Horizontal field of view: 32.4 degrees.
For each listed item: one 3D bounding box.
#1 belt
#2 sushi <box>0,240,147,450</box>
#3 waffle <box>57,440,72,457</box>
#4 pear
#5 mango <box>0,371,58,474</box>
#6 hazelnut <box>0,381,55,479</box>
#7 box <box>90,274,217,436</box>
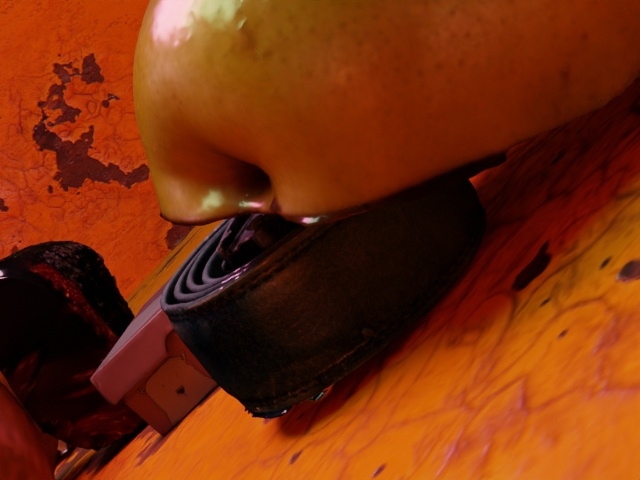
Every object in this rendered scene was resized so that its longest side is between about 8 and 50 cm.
[{"bbox_3d":[0.000,0.000,0.727,0.206,0.116,0.267,-35,12,14],"label":"belt"},{"bbox_3d":[-0.260,0.104,1.140,0.136,0.225,0.126,-35,11,9],"label":"sushi"},{"bbox_3d":[-0.324,0.222,1.469,0.283,0.065,0.309,-47,5,-26],"label":"waffle"},{"bbox_3d":[0.045,-0.172,0.651,0.340,0.191,0.386,-3,24,40],"label":"pear"},{"bbox_3d":[-0.383,0.221,1.205,0.160,0.191,0.290,-124,41,-56],"label":"mango"},{"bbox_3d":[-0.421,0.236,0.972,0.372,0.372,0.315,-48,-27,-20],"label":"hazelnut"},{"bbox_3d":[-0.096,0.056,1.051,0.215,0.086,0.215,-43,8,13],"label":"box"}]
